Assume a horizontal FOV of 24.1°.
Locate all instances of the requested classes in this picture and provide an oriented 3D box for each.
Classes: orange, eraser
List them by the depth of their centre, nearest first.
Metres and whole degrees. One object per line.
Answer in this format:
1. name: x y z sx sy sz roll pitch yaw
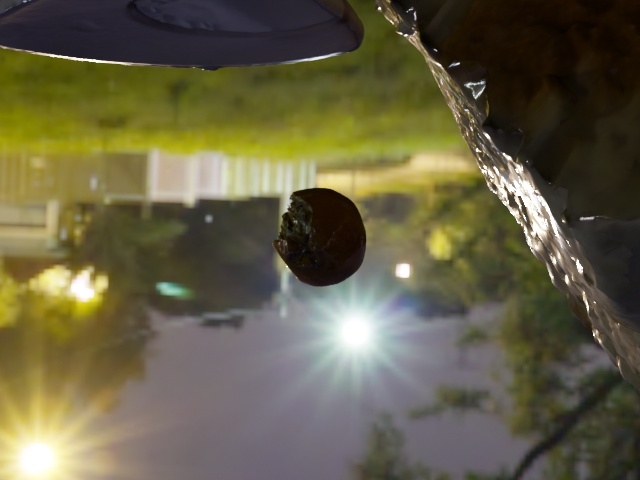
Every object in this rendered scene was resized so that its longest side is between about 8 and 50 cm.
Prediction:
1. eraser: -0.120 -0.162 0.973 0.243 0.059 0.204 -1 169 26
2. orange: 0.000 0.000 1.248 0.086 0.086 0.062 3 -156 12

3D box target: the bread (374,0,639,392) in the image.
1. bread: 0.240 -0.137 0.828 0.390 0.279 0.371 -29 -135 -3
